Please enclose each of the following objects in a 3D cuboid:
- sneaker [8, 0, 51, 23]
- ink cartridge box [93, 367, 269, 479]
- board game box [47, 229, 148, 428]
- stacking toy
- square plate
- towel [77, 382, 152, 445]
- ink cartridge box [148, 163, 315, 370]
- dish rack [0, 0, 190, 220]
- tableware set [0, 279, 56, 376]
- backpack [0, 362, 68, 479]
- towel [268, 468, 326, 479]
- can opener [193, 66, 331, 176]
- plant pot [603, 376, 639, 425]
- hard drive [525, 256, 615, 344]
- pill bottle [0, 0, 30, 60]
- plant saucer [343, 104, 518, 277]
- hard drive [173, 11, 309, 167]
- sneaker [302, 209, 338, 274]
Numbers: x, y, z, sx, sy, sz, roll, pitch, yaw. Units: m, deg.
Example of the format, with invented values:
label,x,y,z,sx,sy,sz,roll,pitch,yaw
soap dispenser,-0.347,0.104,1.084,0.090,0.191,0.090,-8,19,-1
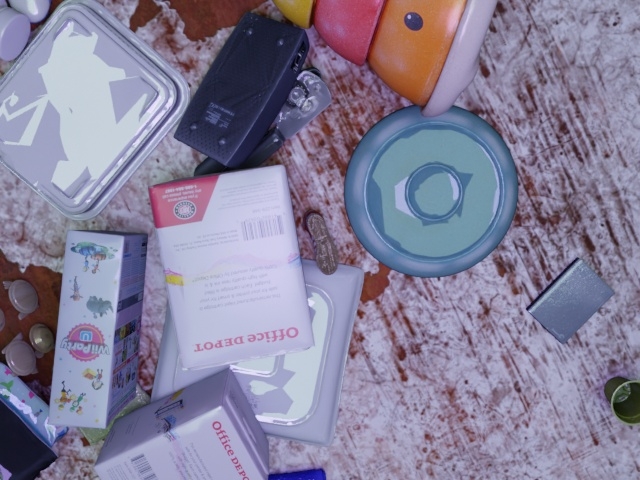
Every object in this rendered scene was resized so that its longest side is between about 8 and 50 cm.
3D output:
label,x,y,z,sx,sy,sz,roll,pitch,yaw
sneaker,-0.509,-0.487,1.285,0.085,0.086,0.237,-7,98,-2
ink cartridge box,-0.222,0.359,1.289,0.232,0.168,0.171,-25,103,3
board game box,-0.364,0.136,1.279,0.097,0.224,0.303,5,90,-2
stacking toy,0.029,-0.413,1.175,0.479,0.350,0.351,16,96,0
square plate,-0.117,0.191,1.384,0.347,0.049,0.344,10,94,-4
towel,-0.394,0.300,1.412,0.148,0.027,0.110,-32,96,4
ink cartridge box,-0.144,0.038,1.277,0.226,0.131,0.306,-9,98,-2
dish rack,-0.425,-0.226,1.327,0.285,0.072,0.333,41,96,-6
tableware set,-0.527,0.152,1.339,0.020,0.141,0.169,-22,98,21
backpack,-0.577,0.344,1.322,0.225,0.191,0.253,46,133,-5
towel,-0.127,0.555,1.422,0.308,0.076,0.228,-7,96,0
can opener,-0.101,-0.193,1.342,0.283,0.095,0.076,-39,115,14
plant pot,0.557,0.284,1.396,0.083,0.079,0.083,0,97,0
hard drive,0.457,0.111,1.402,0.094,0.022,0.135,43,95,-5
pill bottle,-0.589,-0.377,1.275,0.186,0.112,0.112,26,96,2
plant saucer,0.201,-0.087,1.366,0.317,0.044,0.318,0,96,-1
hard drive,-0.129,-0.251,1.287,0.172,0.054,0.255,29,89,39
sneaker,0.000,0.000,1.367,0.042,0.067,0.118,-17,109,-4
